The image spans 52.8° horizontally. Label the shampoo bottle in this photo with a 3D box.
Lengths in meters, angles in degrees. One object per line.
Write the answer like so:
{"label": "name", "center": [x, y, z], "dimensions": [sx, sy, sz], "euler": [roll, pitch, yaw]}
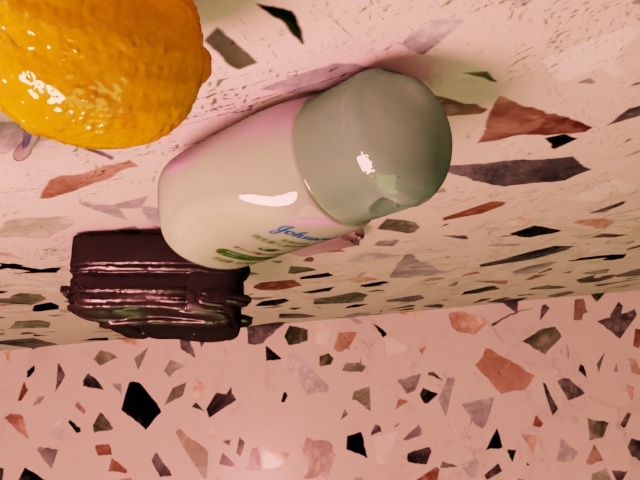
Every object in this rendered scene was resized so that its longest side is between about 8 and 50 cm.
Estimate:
{"label": "shampoo bottle", "center": [-0.017, -0.073, 0.718], "dimensions": [0.350, 0.151, 0.222], "euler": [-19, 159, 39]}

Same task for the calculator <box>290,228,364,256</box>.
{"label": "calculator", "center": [0.000, 0.000, 1.236], "dimensions": [0.175, 0.032, 0.100], "euler": [-12, 164, 26]}

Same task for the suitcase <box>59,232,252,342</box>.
{"label": "suitcase", "center": [-0.299, 0.090, 1.228], "dimensions": [0.339, 0.188, 0.345], "euler": [2, 167, -5]}

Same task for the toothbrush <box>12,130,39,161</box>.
{"label": "toothbrush", "center": [-0.287, -0.132, 0.644], "dimensions": [0.027, 0.021, 0.269], "euler": [9, 161, -28]}

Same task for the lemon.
{"label": "lemon", "center": [-0.163, -0.135, 0.444], "dimensions": [0.187, 0.142, 0.142], "euler": [12, 158, -33]}
